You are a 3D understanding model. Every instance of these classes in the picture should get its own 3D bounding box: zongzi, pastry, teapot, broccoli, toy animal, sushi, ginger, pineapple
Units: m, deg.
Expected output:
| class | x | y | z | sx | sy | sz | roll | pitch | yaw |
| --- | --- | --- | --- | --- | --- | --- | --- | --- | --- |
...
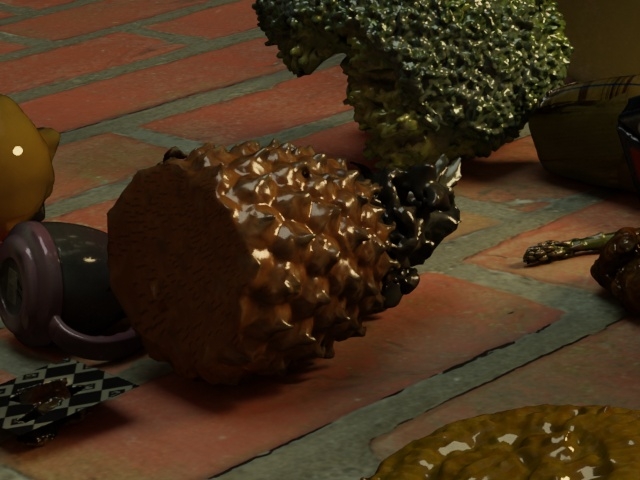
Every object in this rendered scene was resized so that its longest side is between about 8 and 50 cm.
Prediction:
| class | x | y | z | sx | sy | sz | roll | pitch | yaw |
| --- | --- | --- | --- | --- | --- | --- | --- | --- | --- |
| zongzi | 0.319 | -0.086 | 1.948 | 0.260 | 0.123 | 0.289 | -2 | 24 | 26 |
| pastry | 0.120 | 0.189 | 1.166 | 0.235 | 0.132 | 0.240 | 6 | 21 | 26 |
| teapot | -0.212 | 0.040 | 1.716 | 0.146 | 0.116 | 0.148 | -4 | 12 | -31 |
| broccoli | 0.093 | -0.200 | 2.138 | 0.375 | 0.302 | 0.249 | 17 | 40 | -8 |
| toy animal | -0.391 | -0.054 | 1.936 | 0.281 | 0.169 | 0.195 | -20 | 27 | -35 |
| sushi | -0.229 | 0.140 | 1.558 | 0.120 | 0.026 | 0.126 | -21 | 21 | -33 |
| ginger | 0.300 | 0.021 | 1.695 | 0.103 | 0.073 | 0.162 | -5 | 20 | 1 |
| pineapple | 0.000 | 0.002 | 1.661 | 0.223 | 0.223 | 0.357 | 14 | 18 | 43 |

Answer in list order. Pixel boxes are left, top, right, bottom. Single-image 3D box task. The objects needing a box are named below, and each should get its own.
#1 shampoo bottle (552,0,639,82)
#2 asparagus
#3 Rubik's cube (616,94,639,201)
| class | x | y | z | sx | sy | sz | roll | pitch | yaw |
| --- | --- | --- | --- | --- | --- | --- | --- | --- | --- |
| shampoo bottle | 0.429 | -0.356 | 2.351 | 0.322 | 0.322 | 0.317 | 10 | 47 | 37 |
| asparagus | 0.315 | -0.004 | 1.843 | 0.248 | 0.025 | 0.024 | -9 | 62 | -11 |
| Rubik's cube | 0.426 | -0.041 | 1.495 | 0.248 | 0.250 | 0.246 | -20 | 4 | -32 |
